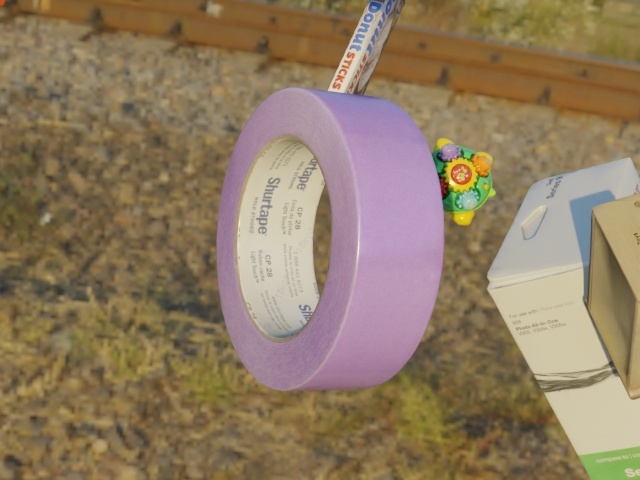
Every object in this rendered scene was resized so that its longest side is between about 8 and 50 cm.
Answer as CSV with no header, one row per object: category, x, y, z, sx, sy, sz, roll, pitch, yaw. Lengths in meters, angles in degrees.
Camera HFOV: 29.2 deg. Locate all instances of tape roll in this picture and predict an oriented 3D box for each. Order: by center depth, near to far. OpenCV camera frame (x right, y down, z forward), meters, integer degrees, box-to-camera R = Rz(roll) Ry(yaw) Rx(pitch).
tape roll,0.000,0.000,1.131,0.090,0.275,0.275,3,15,-29

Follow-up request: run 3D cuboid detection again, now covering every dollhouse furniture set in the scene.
dollhouse furniture set,0.361,0.020,1.046,0.242,0.161,0.212,-16,54,-2

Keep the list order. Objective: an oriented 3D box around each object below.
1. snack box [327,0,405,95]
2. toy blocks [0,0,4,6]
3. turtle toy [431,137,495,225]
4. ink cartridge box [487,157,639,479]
snack box,0.053,-0.223,1.418,0.022,0.178,0.064,18,-19,19
toy blocks,-0.144,-0.146,0.485,0.054,0.123,0.148,14,13,42
turtle toy,0.149,-0.079,1.465,0.130,0.095,0.066,20,-9,-1
ink cartridge box,0.309,0.091,1.292,0.121,0.289,0.211,-16,26,34
